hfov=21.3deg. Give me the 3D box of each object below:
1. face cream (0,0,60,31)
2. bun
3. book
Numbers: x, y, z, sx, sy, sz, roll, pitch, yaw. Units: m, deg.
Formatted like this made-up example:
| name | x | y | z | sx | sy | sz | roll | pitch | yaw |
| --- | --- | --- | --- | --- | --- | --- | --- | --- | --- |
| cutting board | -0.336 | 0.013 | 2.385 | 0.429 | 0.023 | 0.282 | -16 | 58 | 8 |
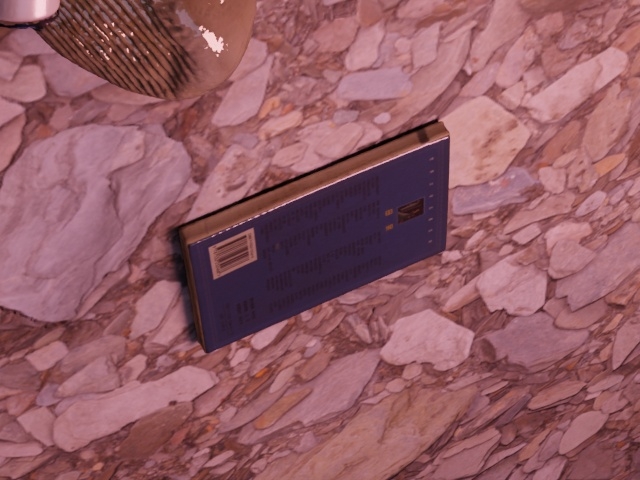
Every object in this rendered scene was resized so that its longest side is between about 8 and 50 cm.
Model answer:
| name | x | y | z | sx | sy | sz | roll | pitch | yaw |
| --- | --- | --- | --- | --- | --- | --- | --- | --- | --- |
| face cream | -0.181 | -0.250 | 1.038 | 0.058 | 0.092 | 0.243 | 14 | 122 | 7 |
| bun | -0.122 | -0.184 | 1.181 | 0.173 | 0.166 | 0.113 | 87 | 24 | -62 |
| book | 0.000 | 0.000 | 1.612 | 0.269 | 0.025 | 0.191 | -23 | 147 | -13 |
